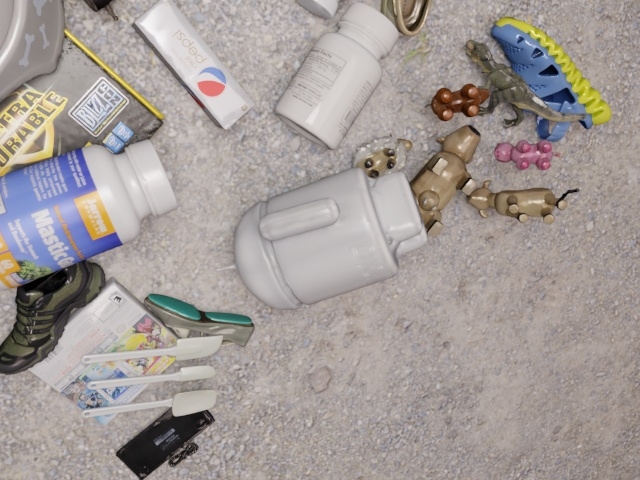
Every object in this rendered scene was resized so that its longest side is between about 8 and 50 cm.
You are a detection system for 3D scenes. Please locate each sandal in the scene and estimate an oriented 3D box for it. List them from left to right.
[{"bbox_3d":[0.445,-0.312,1.210,0.317,0.126,0.138,41,111,-19],"label":"sandal"}]

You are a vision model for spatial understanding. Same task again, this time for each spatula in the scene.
[{"bbox_3d":[-0.297,0.251,1.069,0.242,0.019,0.168,-2,120,-27],"label":"spatula"}]

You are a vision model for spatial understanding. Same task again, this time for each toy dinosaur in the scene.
[{"bbox_3d":[0.374,-0.278,1.184,0.268,0.118,0.064,35,51,-1],"label":"toy dinosaur"}]

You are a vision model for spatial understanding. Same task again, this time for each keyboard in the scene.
[{"bbox_3d":[-0.291,0.387,1.167,0.180,0.023,0.108,-38,108,-7],"label":"keyboard"}]

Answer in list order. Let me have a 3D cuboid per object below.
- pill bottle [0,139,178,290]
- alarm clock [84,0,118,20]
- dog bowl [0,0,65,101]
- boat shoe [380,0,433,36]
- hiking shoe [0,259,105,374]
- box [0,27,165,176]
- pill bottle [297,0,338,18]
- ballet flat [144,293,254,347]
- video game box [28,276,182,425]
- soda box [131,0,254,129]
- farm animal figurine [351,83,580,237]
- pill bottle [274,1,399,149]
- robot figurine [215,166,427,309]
[{"bbox_3d":[-0.354,-0.047,0.866,0.272,0.152,0.152,-23,112,-13],"label":"pill bottle"},{"bbox_3d":[-0.358,-0.416,0.864,0.064,0.129,0.192,-43,94,-7],"label":"alarm clock"},{"bbox_3d":[-0.526,-0.310,0.784,0.348,0.102,0.349,0,93,-8],"label":"dog bowl"},{"bbox_3d":[0.170,-0.503,1.014,0.109,0.098,0.302,1,122,-13],"label":"boat shoe"},{"bbox_3d":[-0.461,0.109,0.970,0.227,0.086,0.114,-53,145,-11],"label":"hiking shoe"},{"bbox_3d":[-0.443,-0.158,0.926,0.322,0.079,0.257,-49,117,-3],"label":"box"},{"bbox_3d":[0.032,-0.473,1.008,0.103,0.103,0.184,27,94,-25],"label":"pill bottle"},{"bbox_3d":[-0.224,0.155,1.101,0.213,0.072,0.068,17,100,-25],"label":"ballet flat"},{"bbox_3d":[-0.375,0.197,1.066,0.205,0.048,0.187,-43,114,-5],"label":"video game box"},{"bbox_3d":[-0.206,-0.285,0.983,0.069,0.074,0.216,-43,115,-6],"label":"soda box"},{"bbox_3d":[0.271,-0.127,1.165,0.326,0.172,0.330,-36,101,11],"label":"farm animal figurine"},{"bbox_3d":[0.032,-0.285,1.045,0.131,0.131,0.229,32,92,-26],"label":"pill bottle"},{"bbox_3d":[0.000,0.000,1.042,0.353,0.200,0.300,-19,156,12],"label":"robot figurine"}]
